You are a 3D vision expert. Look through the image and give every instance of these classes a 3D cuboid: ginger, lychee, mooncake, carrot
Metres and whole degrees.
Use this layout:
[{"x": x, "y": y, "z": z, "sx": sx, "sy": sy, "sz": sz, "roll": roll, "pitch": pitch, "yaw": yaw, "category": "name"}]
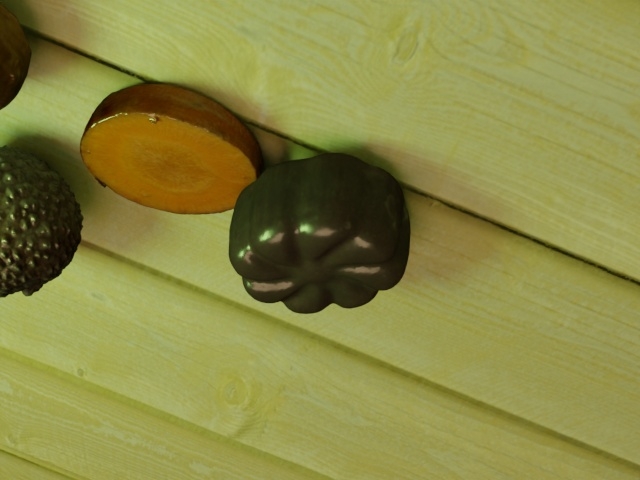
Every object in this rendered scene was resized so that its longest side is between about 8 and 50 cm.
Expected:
[{"x": -0.577, "y": -0.275, "z": 1.573, "sx": 0.223, "sy": 0.200, "sz": 0.269, "roll": 32, "pitch": 142, "yaw": 10, "category": "ginger"}, {"x": -0.579, "y": -0.025, "z": 1.783, "sx": 0.300, "sy": 0.300, "sz": 0.300, "roll": 11, "pitch": 138, "yaw": 10, "category": "lychee"}, {"x": 0.000, "y": 0.000, "z": 1.644, "sx": 0.306, "sy": 0.154, "sz": 0.306, "roll": 3, "pitch": 146, "yaw": 2, "category": "mooncake"}, {"x": -0.244, "y": -0.141, "z": 1.665, "sx": 0.307, "sy": 0.100, "sz": 0.258, "roll": 18, "pitch": 142, "yaw": -4, "category": "carrot"}]
